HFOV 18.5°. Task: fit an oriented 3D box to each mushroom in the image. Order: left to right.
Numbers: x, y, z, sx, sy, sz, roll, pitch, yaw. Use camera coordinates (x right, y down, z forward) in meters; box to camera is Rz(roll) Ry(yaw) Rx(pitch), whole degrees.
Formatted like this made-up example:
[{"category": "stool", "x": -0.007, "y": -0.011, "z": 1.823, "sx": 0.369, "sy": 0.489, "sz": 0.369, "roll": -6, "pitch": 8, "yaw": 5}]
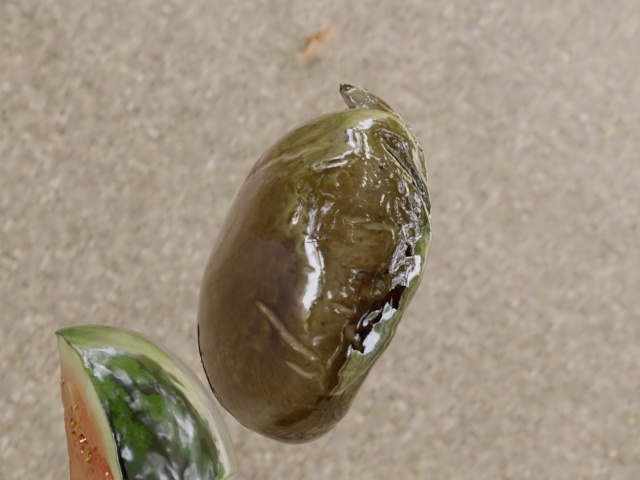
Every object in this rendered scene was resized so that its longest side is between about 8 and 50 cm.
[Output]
[{"category": "mushroom", "x": -0.001, "y": -0.001, "z": 0.803, "sx": 0.080, "sy": 0.135, "sz": 0.171, "roll": 33, "pitch": 46, "yaw": -16}]

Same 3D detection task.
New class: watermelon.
[{"category": "watermelon", "x": -0.096, "y": 0.118, "z": 1.072, "sx": 0.135, "sy": 0.094, "sz": 0.125, "roll": 29, "pitch": 20, "yaw": -49}]
